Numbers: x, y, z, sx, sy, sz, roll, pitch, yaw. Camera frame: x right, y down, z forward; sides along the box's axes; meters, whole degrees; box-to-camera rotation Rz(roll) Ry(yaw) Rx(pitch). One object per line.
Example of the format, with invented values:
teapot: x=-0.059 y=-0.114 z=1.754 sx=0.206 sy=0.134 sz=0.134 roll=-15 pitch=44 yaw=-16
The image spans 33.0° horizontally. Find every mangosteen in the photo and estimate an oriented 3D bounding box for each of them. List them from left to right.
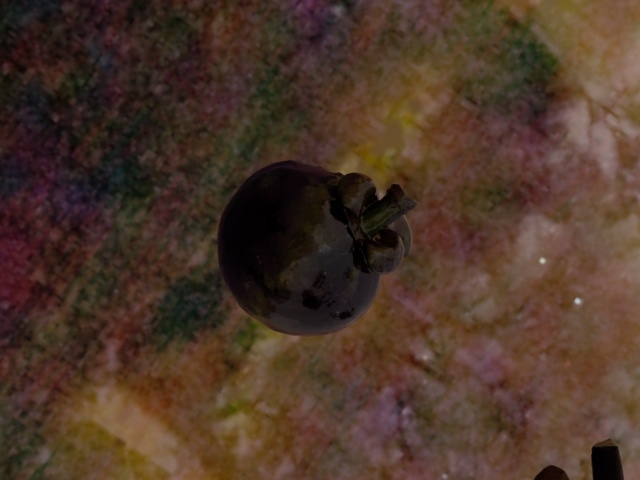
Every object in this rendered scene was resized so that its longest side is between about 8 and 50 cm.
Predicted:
mangosteen: x=0.000 y=0.000 z=1.352 sx=0.265 sy=0.228 sz=0.228 roll=-22 pitch=-167 yaw=22

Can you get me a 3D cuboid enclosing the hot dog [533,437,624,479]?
hot dog: x=0.220 y=0.349 z=0.960 sx=0.194 sy=0.107 sz=0.326 roll=65 pitch=21 yaw=-72
